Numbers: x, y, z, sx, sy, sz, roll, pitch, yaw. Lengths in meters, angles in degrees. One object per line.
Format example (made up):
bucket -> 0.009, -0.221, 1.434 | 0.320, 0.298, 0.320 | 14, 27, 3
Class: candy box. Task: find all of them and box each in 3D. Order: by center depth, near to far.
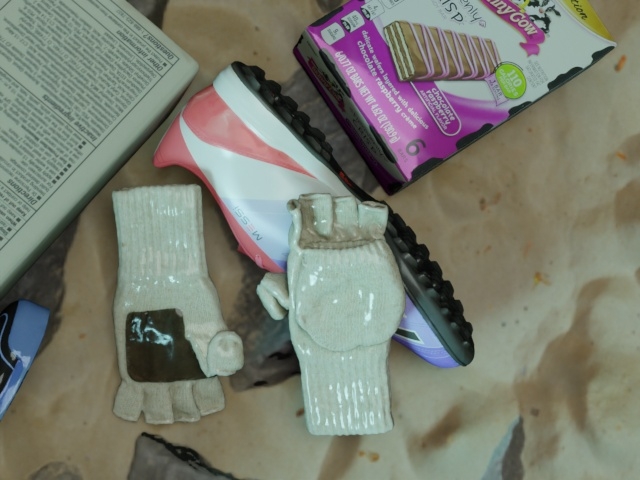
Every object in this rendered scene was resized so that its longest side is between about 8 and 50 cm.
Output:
candy box -> 0.117, -0.168, 1.187 | 0.233, 0.071, 0.159 | -34, 89, -15

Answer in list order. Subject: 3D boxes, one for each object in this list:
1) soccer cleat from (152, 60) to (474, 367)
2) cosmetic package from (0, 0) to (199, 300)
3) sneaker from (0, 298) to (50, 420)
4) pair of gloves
soccer cleat -> 0.000, 0.000, 1.136 | 0.116, 0.108, 0.318 | -41, 98, 12
cosmetic package -> -0.253, -0.064, 1.044 | 0.160, 0.113, 0.309 | 41, 65, -4
sneaker -> -0.300, 0.135, 1.053 | 0.090, 0.081, 0.232 | 33, 78, -13
pair of gloves -> -0.053, 0.059, 1.086 | 0.240, 0.042, 0.204 | 4, 105, 7
